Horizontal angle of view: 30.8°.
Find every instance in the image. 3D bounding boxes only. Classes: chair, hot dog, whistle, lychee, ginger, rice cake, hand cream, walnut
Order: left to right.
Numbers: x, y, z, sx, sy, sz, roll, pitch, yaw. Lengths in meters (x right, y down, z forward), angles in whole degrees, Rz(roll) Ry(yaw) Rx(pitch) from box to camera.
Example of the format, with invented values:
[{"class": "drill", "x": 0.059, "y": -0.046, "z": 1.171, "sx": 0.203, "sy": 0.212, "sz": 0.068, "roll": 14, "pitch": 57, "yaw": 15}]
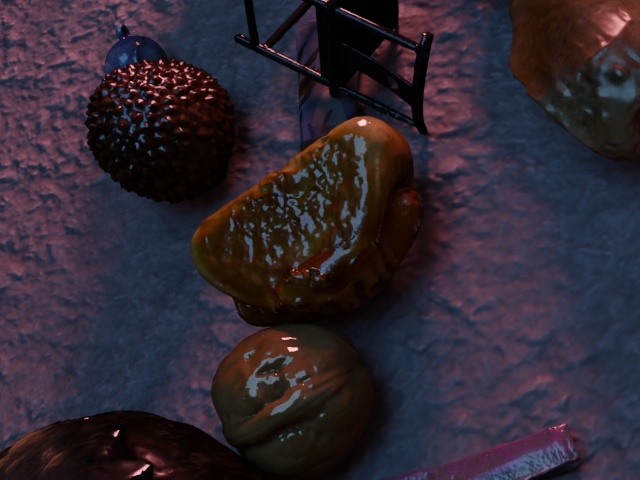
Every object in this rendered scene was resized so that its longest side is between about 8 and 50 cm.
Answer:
[{"class": "whistle", "x": -0.233, "y": -0.208, "z": 1.519, "sx": 0.090, "sy": 0.090, "sz": 0.158, "roll": -17, "pitch": 99, "yaw": 28}, {"class": "lychee", "x": -0.194, "y": -0.135, "z": 1.387, "sx": 0.188, "sy": 0.188, "sz": 0.188, "roll": -15, "pitch": 61, "yaw": 29}, {"class": "walnut", "x": -0.025, "y": 0.157, "z": 1.156, "sx": 0.167, "sy": 0.149, "sz": 0.166, "roll": 2, "pitch": 98, "yaw": 16}, {"class": "hot dog", "x": 0.000, "y": 0.000, "z": 1.189, "sx": 0.257, "sy": 0.150, "sz": 0.153, "roll": -34, "pitch": 74, "yaw": 21}, {"class": "hand cream", "x": 0.007, "y": -0.165, "z": 1.340, "sx": 0.091, "sy": 0.058, "sz": 0.271, "roll": -9, "pitch": 59, "yaw": 18}, {"class": "chair", "x": 0.036, "y": -0.248, "z": 1.272, "sx": 0.260, "sy": 0.154, "sz": 0.141, "roll": 29, "pitch": 64, "yaw": 20}, {"class": "rice cake", "x": 0.143, "y": 0.217, "z": 1.074, "sx": 0.207, "sy": 0.036, "sz": 0.047, "roll": -21, "pitch": 68, "yaw": 25}, {"class": "ginger", "x": 0.282, "y": -0.204, "z": 1.112, "sx": 0.221, "sy": 0.130, "sz": 0.276, "roll": -54, "pitch": 47, "yaw": 8}]

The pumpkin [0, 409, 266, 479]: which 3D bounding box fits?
[{"class": "pumpkin", "x": -0.198, "y": 0.375, "z": 1.038, "sx": 0.454, "sy": 0.344, "sz": 0.454, "roll": -29, "pitch": 39, "yaw": 27}]
